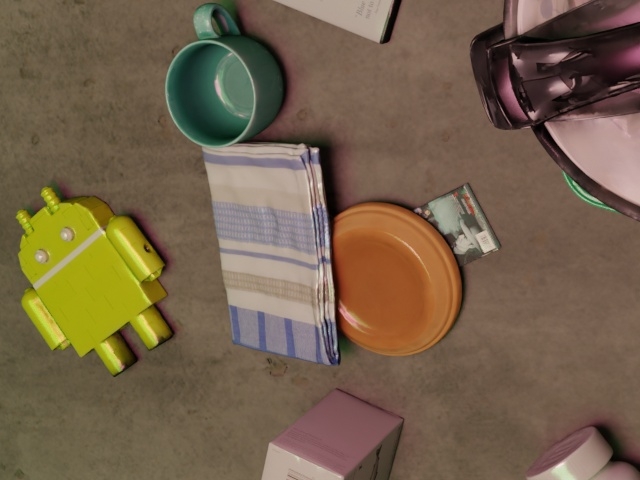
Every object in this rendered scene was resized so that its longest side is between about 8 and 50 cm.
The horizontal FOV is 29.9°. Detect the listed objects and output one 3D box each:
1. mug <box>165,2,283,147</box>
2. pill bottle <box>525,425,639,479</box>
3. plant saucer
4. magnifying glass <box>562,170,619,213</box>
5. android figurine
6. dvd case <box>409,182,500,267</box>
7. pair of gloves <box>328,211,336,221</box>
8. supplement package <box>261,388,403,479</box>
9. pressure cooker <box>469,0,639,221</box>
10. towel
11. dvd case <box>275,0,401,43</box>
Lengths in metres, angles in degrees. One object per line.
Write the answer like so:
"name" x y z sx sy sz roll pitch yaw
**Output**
"mug" -0.105 -0.196 1.453 0.129 0.097 0.158 32 117 17
"pill bottle" 0.340 0.332 1.369 0.121 0.121 0.221 -38 87 31
"plant saucer" 0.074 0.053 1.458 0.200 0.037 0.200 11 115 25
"magnifying glass" 0.360 -0.040 1.300 0.231 0.026 0.092 43 120 12
"android figurine" -0.324 0.052 1.674 0.248 0.056 0.273 -34 90 32
"dvd case" 0.145 -0.006 1.429 0.119 0.013 0.087 -27 92 33
"pair of gloves" 0.000 0.000 1.508 0.074 0.010 0.083 25 119 19
"supplement package" 0.013 0.278 1.491 0.105 0.179 0.105 21 114 21
"pressure cooker" 0.361 -0.198 1.017 0.375 0.420 0.370 35 120 14
"towel" -0.064 0.013 1.503 0.209 0.034 0.285 8 111 45
"dvd case" -0.008 -0.357 1.395 0.253 0.022 0.180 25 116 19
